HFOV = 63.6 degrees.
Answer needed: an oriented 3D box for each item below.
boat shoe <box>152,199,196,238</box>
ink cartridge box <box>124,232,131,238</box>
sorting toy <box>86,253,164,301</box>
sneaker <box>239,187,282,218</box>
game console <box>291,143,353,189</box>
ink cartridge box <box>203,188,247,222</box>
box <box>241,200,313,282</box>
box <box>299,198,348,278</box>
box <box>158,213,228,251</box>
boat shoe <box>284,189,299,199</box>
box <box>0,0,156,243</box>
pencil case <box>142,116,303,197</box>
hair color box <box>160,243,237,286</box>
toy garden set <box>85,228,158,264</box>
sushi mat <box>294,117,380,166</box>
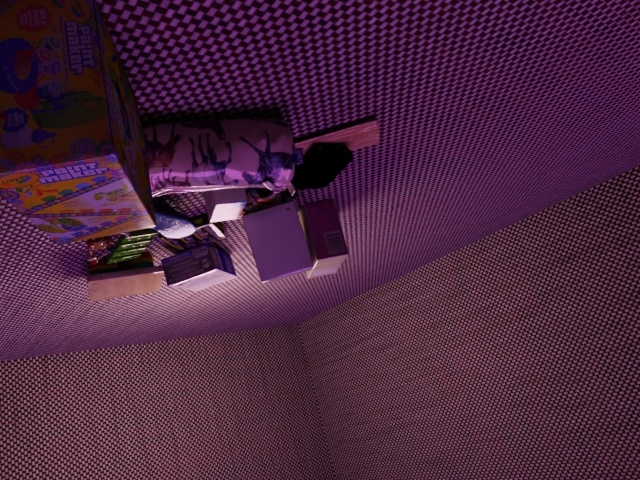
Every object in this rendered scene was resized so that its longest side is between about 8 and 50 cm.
[{"bbox_3d":[-0.453,-0.081,1.490,0.109,0.089,0.258,-32,155,9],"label":"boat shoe"},{"bbox_3d":[-0.527,-0.119,1.160,0.065,0.166,0.333,-15,162,-2],"label":"ink cartridge box"},{"bbox_3d":[-0.724,0.131,1.908,0.255,0.090,0.257,-7,161,-25],"label":"sorting toy"},{"bbox_3d":[-0.213,-0.127,1.587,0.185,0.070,0.084,-21,154,-3],"label":"sneaker"},{"bbox_3d":[-0.099,-0.195,1.430,0.360,0.044,0.213,-6,162,-28],"label":"game console"},{"bbox_3d":[-0.279,-0.118,1.502,0.092,0.090,0.143,-8,161,-23],"label":"ink cartridge box"},{"bbox_3d":[-0.137,0.017,1.713,0.168,0.215,0.345,-17,176,-5],"label":"box"},{"bbox_3d":[0.000,0.000,1.899,0.117,0.214,0.243,-10,162,-14],"label":"box"},{"bbox_3d":[-0.427,-0.024,1.752,0.184,0.045,0.191,-14,164,3],"label":"box"},{"bbox_3d":[-0.090,-0.150,1.648,0.046,0.038,0.125,-15,163,1],"label":"boat shoe"},{"bbox_3d":[-0.401,-0.186,0.842,0.176,0.290,0.279,-11,162,-10],"label":"box"},{"bbox_3d":[-0.251,-0.181,1.172,0.409,0.184,0.160,-8,162,-21],"label":"pencil case"},{"bbox_3d":[-0.452,0.109,1.964,0.185,0.110,0.339,-19,172,0],"label":"hair color box"},{"bbox_3d":[-0.656,0.014,1.650,0.203,0.049,0.244,-12,166,-38],"label":"toy garden set"},{"bbox_3d":[0.010,-0.259,1.423,0.316,0.019,0.151,-16,164,3],"label":"sushi mat"}]
